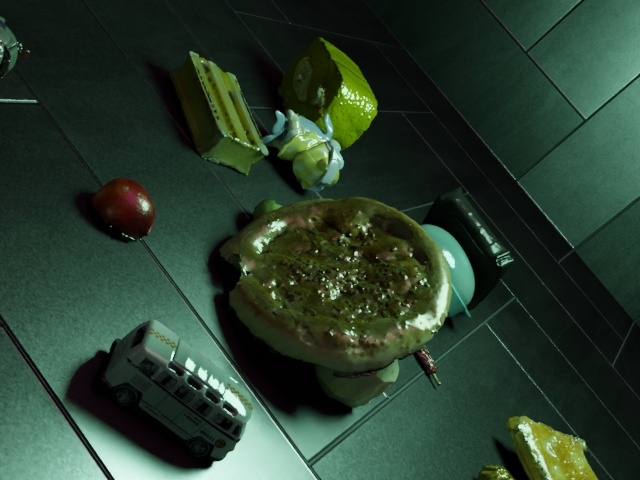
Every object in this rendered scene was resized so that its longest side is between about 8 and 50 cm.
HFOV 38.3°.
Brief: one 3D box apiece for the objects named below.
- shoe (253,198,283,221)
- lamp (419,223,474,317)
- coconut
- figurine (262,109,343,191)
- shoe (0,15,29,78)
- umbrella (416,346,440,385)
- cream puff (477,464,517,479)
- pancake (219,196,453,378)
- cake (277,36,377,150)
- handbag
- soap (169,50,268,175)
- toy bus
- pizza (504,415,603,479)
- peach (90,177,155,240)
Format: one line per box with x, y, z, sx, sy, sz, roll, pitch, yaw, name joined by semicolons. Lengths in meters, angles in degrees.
-0.005;0.004;1.652;0.262;0.128;0.140;41;10;-21;shoe
0.228;0.053;1.923;0.284;0.147;0.209;21;33;-47;lamp
0.064;0.193;1.441;0.116;0.122;0.116;38;24;-20;coconut
-0.036;-0.189;1.889;0.208;0.128;0.184;19;38;-35;figurine
-0.460;-0.245;1.250;0.125;0.099;0.228;17;33;-46;shoe
0.190;0.208;1.770;0.027;0.025;0.165;-6;52;-36;umbrella
0.312;0.424;1.589;0.083;0.058;0.083;31;26;-38;cream puff
0.023;0.059;1.447;0.382;0.071;0.382;6;41;-6;pancake
0.008;-0.334;2.122;0.156;0.179;0.261;30;26;-38;cake
0.319;0.020;2.051;0.080;0.247;0.223;-28;71;-24;handbag
-0.195;-0.240;1.743;0.135;0.076;0.233;20;36;-48;soap
-0.164;0.179;1.106;0.194;0.089;0.087;41;24;-18;toy bus
0.470;0.476;1.750;0.223;0.089;0.324;4;49;-51;pizza
-0.274;-0.050;1.315;0.098;0.061;0.098;39;17;-14;peach
